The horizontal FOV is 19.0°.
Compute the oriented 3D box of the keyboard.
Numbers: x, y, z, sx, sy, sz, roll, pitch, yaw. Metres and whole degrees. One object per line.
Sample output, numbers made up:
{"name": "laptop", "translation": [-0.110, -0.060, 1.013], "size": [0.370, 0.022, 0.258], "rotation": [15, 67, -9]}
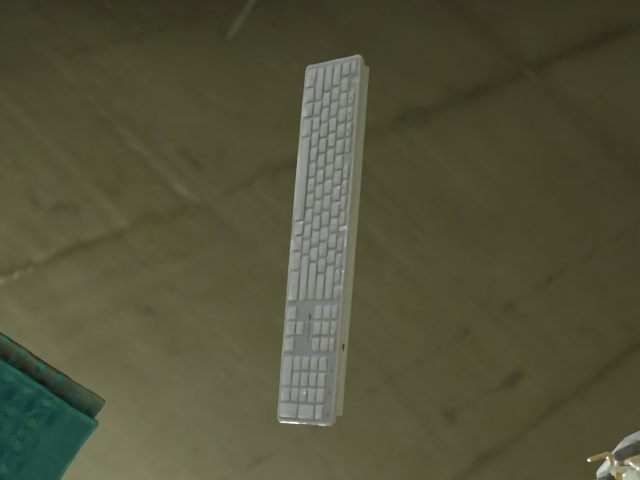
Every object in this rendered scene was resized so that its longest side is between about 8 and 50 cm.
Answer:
{"name": "keyboard", "translation": [0.000, 0.000, 1.337], "size": [0.014, 0.072, 0.256], "rotation": [9, -97, -38]}

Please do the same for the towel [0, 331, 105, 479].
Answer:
{"name": "towel", "translation": [-0.297, 0.120, 0.963], "size": [0.040, 0.271, 0.370], "rotation": [17, 163, 47]}

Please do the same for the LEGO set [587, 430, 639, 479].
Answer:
{"name": "LEGO set", "translation": [0.228, 0.219, 0.937], "size": [0.107, 0.132, 0.287], "rotation": [-16, -105, -6]}
